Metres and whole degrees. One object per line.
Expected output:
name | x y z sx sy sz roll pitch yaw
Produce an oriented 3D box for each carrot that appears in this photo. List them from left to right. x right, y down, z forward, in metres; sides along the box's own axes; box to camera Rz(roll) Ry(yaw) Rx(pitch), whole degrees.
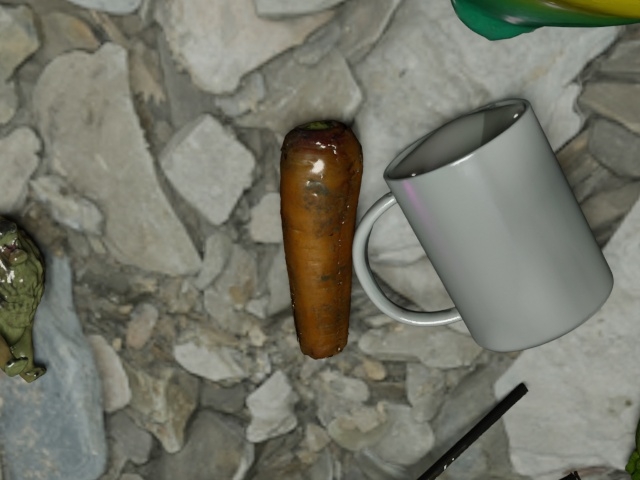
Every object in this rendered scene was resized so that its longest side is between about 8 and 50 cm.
carrot | 0.000 0.000 0.627 0.055 0.055 0.161 1 116 2

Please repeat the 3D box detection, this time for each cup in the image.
cup | 0.098 -0.006 0.603 0.136 0.099 0.133 -17 111 41

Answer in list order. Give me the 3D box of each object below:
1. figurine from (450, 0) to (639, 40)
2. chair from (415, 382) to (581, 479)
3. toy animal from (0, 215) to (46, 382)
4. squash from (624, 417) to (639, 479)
figurine | 0.117 -0.191 0.404 0.323 0.340 0.231 18 108 -3
chair | 0.098 0.246 0.654 0.247 0.172 0.159 -39 104 6
toy animal | -0.234 0.086 0.656 0.086 0.069 0.220 32 103 14
squash | 0.269 0.069 0.630 0.069 0.069 0.258 12 108 -2
